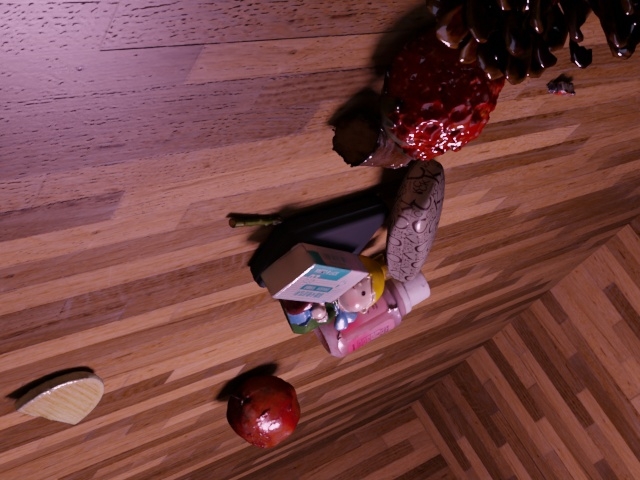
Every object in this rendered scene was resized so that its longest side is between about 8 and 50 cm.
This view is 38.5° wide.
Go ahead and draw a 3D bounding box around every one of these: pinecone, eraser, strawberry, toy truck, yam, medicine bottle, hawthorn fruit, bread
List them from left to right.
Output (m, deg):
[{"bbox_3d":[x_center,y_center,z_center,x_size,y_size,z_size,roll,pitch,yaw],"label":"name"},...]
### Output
[{"bbox_3d":[-0.429,0.259,1.562,0.112,0.036,0.193,-38,158,2],"label":"bread"},{"bbox_3d":[-0.149,0.402,2.173,0.181,0.181,0.235,-36,151,11],"label":"hawthorn fruit"},{"bbox_3d":[-0.006,0.057,1.546,0.095,0.052,0.225,-39,160,17],"label":"eraser"},{"bbox_3d":[0.102,0.133,1.928,0.247,0.147,0.147,-29,161,-11],"label":"medicine bottle"},{"bbox_3d":[0.081,-0.141,1.312,0.079,0.079,0.141,-41,161,23],"label":"yam"},{"bbox_3d":[0.192,-0.201,1.213,0.236,0.111,0.190,-40,141,-12],"label":"strawberry"},{"bbox_3d":[0.429,-0.269,1.628,0.032,0.024,0.083,-9,179,32],"label":"toy truck"},{"bbox_3d":[0.248,-0.274,0.936,0.246,0.292,0.246,-16,114,-39],"label":"pinecone"}]

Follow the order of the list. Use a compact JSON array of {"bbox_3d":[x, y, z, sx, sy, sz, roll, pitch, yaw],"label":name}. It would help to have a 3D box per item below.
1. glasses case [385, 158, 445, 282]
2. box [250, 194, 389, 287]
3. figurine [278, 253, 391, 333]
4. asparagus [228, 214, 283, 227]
[{"bbox_3d":[0.168,-0.031,1.645,0.355,0.085,0.137,86,24,-70],"label":"glasses case"},{"bbox_3d":[0.000,0.000,1.573,0.230,0.050,0.160,-18,157,-37],"label":"box"},{"bbox_3d":[0.035,0.086,1.760,0.234,0.127,0.185,-21,152,-4],"label":"figurine"},{"bbox_3d":[-0.097,-0.029,1.398,0.127,0.018,0.015,-7,109,-58],"label":"asparagus"}]
